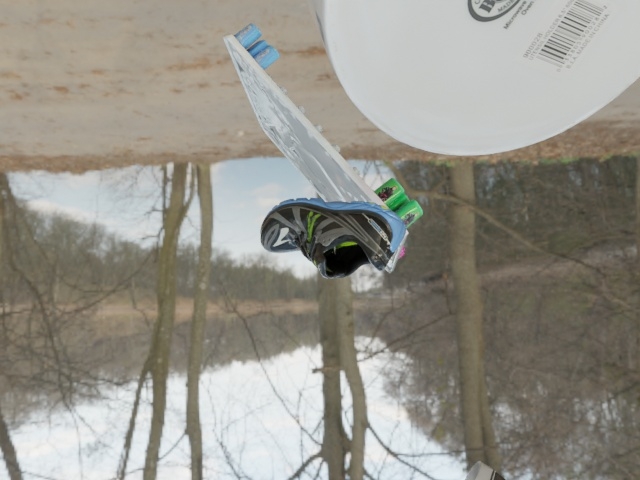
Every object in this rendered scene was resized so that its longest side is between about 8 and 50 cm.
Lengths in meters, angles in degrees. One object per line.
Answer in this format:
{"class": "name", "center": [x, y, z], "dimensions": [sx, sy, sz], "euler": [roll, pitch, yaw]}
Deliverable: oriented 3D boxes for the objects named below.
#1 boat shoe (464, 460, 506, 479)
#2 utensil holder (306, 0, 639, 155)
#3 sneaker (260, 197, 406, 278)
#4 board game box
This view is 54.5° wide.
{"class": "boat shoe", "center": [0.251, 0.496, 0.998], "dimensions": [0.105, 0.113, 0.306], "euler": [31, -149, 13]}
{"class": "utensil holder", "center": [0.119, -0.316, 0.591], "dimensions": [0.328, 0.385, 0.327], "euler": [-6, 136, -6]}
{"class": "sneaker", "center": [0.000, 0.000, 0.666], "dimensions": [0.188, 0.078, 0.067], "euler": [2, 150, 40]}
{"class": "board game box", "center": [0.013, -0.130, 1.037], "dimensions": [0.050, 0.390, 0.390], "euler": [-40, 170, -5]}
